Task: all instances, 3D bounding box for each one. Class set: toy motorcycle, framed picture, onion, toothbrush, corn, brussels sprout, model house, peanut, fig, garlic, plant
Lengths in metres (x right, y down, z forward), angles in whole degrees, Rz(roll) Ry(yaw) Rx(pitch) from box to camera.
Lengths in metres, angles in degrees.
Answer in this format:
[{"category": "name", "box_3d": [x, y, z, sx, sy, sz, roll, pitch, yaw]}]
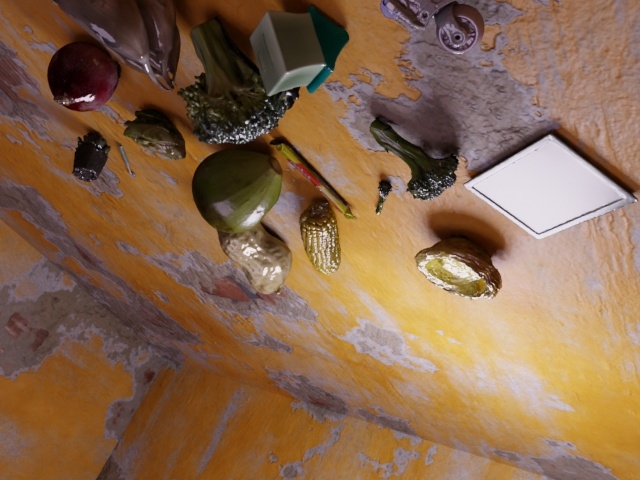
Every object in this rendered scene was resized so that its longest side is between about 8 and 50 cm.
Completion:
[{"category": "toy motorcycle", "box_3d": [0.143, -0.378, 1.090, 0.254, 0.112, 0.112, 33, 154, -8]}, {"category": "framed picture", "box_3d": [0.431, -0.098, 1.405, 0.217, 0.017, 0.274, 34, 154, -14]}, {"category": "onion", "box_3d": [-0.557, -0.362, 1.680, 0.160, 0.195, 0.159, 9, 134, 9]}, {"category": "toothbrush", "box_3d": [-0.565, -0.230, 2.147, 0.014, 0.011, 0.167, 18, 154, 9]}, {"category": "corn", "box_3d": [0.000, 0.000, 1.917, 0.102, 0.101, 0.310, 21, 154, 15]}, {"category": "brussels sprout", "box_3d": [-0.407, -0.262, 1.837, 0.181, 0.100, 0.139, 15, 162, 22]}, {"category": "model house", "box_3d": [-0.031, -0.335, 1.296, 0.100, 0.149, 0.127, -32, 73, 64]}, {"category": "peanut", "box_3d": [-0.174, 0.034, 2.117, 0.159, 0.143, 0.291, -23, 127, 16]}, {"category": "fig", "box_3d": [-0.197, -0.119, 1.771, 0.230, 0.207, 0.207, 6, 147, 40]}, {"category": "garlic", "box_3d": [-0.385, -0.412, 1.400, 0.292, 0.210, 0.237, 35, 145, 13]}, {"category": "plant", "box_3d": [-0.651, -0.240, 2.074, 0.092, 0.143, 0.094, -18, 139, 33]}]

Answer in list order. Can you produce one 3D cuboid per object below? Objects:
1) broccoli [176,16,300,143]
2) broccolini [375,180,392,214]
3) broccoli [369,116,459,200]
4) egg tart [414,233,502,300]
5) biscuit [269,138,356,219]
[{"category": "broccoli", "box_3d": [-0.167, -0.316, 1.438, 0.247, 0.263, 0.243, -22, 105, 18]}, {"category": "broccolini", "box_3d": [0.138, -0.097, 1.691, 0.035, 0.030, 0.140, 34, 160, 7]}, {"category": "broccoli", "box_3d": [0.178, -0.166, 1.458, 0.204, 0.122, 0.118, 42, 140, 3]}, {"category": "egg tart", "box_3d": [0.329, 0.061, 1.717, 0.213, 0.090, 0.212, 23, 153, 13]}, {"category": "biscuit", "box_3d": [-0.012, -0.143, 1.749, 0.292, 0.026, 0.048, 43, 170, -30]}]
